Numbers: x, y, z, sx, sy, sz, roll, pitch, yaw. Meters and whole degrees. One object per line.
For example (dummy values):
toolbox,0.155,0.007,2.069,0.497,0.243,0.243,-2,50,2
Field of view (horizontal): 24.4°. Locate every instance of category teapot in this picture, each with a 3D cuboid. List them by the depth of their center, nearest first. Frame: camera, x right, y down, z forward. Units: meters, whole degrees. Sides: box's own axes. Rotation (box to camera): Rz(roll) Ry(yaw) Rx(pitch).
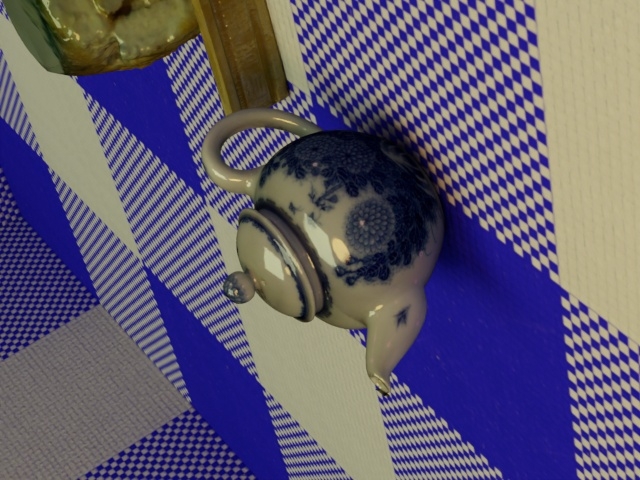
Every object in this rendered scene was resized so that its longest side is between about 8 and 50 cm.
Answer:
teapot,0.000,0.000,1.818,0.424,0.280,0.252,53,159,21

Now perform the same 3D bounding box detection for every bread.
bread,-0.337,-0.417,2.072,0.395,0.264,0.239,61,166,-10

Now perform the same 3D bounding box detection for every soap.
soap,-0.111,-0.276,1.969,0.037,0.092,0.252,41,154,47
